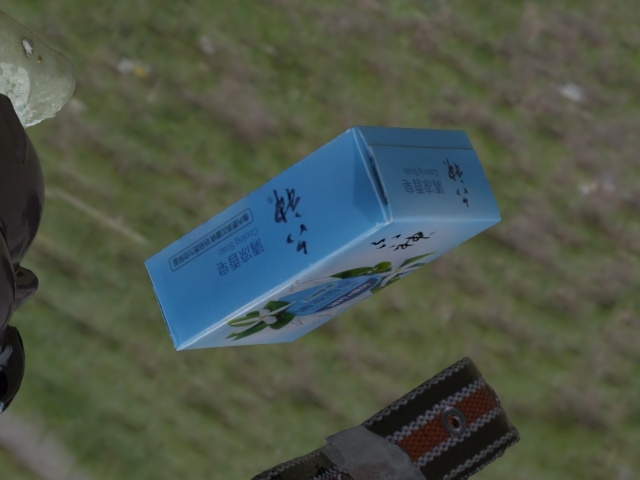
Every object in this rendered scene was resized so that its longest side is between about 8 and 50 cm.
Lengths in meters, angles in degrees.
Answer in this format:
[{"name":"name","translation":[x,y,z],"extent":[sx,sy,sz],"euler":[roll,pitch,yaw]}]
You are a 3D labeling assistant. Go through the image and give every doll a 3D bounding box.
[{"name":"doll","translation":[-0.231,-0.013,1.141],"extent":[0.117,0.257,0.182],"euler":[-27,122,23]}]

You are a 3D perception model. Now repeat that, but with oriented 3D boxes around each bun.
[{"name":"bun","translation":[-0.438,-0.218,2.448],"extent":[0.259,0.160,0.259],"euler":[35,176,3]}]

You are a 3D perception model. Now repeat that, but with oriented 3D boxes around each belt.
[{"name":"belt","translation":[0.034,0.187,1.493],"extent":[0.094,0.359,0.126],"euler":[50,130,10]}]

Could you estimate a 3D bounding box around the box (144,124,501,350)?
[{"name":"box","translation":[0.000,0.000,1.463],"extent":[0.232,0.083,0.142],"euler":[-30,162,35]}]
